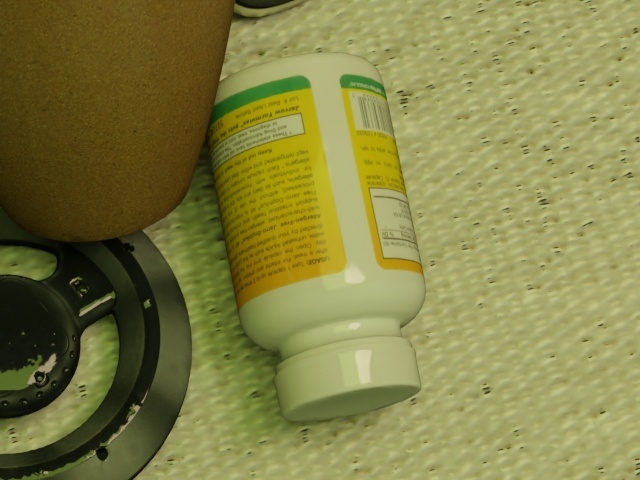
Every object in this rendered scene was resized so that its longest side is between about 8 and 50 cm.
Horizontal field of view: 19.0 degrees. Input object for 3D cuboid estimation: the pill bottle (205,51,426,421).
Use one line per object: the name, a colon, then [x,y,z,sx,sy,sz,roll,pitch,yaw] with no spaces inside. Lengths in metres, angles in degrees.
pill bottle: [0.000,0.000,1.181,0.118,0.117,0.208,-9,75,-9]

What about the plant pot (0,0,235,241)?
plant pot: [-0.145,-0.134,1.113,0.237,0.254,0.237,-4,35,2]

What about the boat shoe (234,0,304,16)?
boat shoe: [0.021,-0.237,1.274,0.233,0.079,0.084,-38,83,-14]

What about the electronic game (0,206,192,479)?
electronic game: [-0.193,0.065,1.175,0.229,0.048,0.229,3,66,-7]
